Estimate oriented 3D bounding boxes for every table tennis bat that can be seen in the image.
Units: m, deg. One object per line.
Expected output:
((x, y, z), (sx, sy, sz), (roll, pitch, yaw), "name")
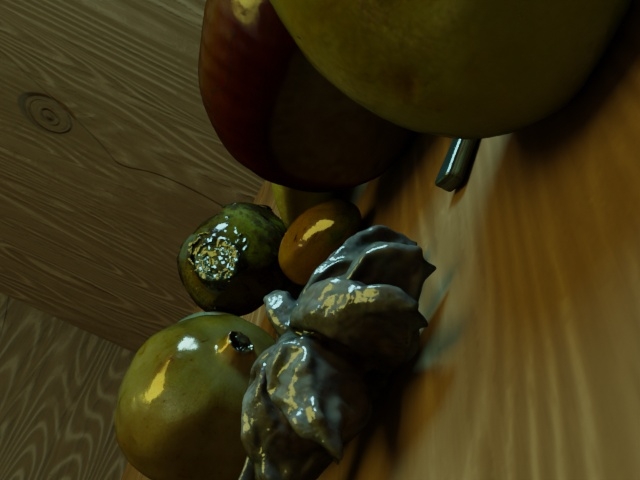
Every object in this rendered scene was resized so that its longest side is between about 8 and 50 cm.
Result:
((0.179, -0.169, 0.956), (0.274, 0.021, 0.154), (-66, 9, -25), "table tennis bat")

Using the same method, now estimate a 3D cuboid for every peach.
((0.102, -0.248, 0.729), (0.281, 0.316, 0.314), (-50, -13, -51), "peach")

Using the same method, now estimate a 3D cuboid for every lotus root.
((-0.133, 0.036, 1.534), (0.196, 0.179, 0.397), (-53, -5, 4), "lotus root")

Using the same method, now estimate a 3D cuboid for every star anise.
((-0.011, 0.122, 0.822), (0.359, 0.139, 0.316), (-62, 1, -31), "star anise")

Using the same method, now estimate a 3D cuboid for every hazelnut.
((0.008, -0.271, 1.189), (0.359, 0.359, 0.409), (-75, 8, -51), "hazelnut")

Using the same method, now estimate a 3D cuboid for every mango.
((0.000, -0.003, 1.285), (0.165, 0.089, 0.115), (-55, 14, 32), "mango")

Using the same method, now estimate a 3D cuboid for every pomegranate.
((-0.143, 0.204, 1.128), (0.233, 0.233, 0.233), (-61, 9, 18), "pomegranate")

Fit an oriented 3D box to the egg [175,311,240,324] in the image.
((-0.179, 0.205, 1.400), (0.217, 0.183, 0.183), (-22, 41, 59), "egg")

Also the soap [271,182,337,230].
((-0.010, -0.200, 1.556), (0.427, 0.115, 0.306), (-69, -16, -50), "soap")
